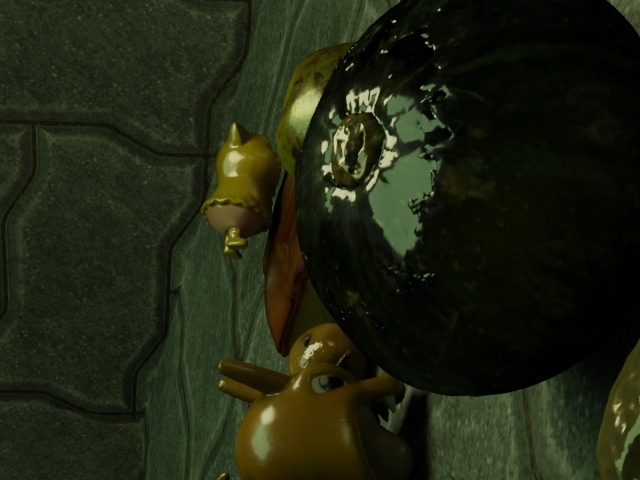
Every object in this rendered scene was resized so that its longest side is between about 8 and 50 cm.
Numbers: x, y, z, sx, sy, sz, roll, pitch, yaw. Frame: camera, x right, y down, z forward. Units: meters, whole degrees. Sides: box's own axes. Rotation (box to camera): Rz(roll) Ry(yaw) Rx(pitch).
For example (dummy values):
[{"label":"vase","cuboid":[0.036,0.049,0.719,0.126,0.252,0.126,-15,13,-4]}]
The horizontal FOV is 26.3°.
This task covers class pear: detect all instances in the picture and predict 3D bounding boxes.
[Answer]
[{"label":"pear","cuboid":[0.069,-0.165,2.011,0.283,0.283,0.284,-170,90,-75]}]

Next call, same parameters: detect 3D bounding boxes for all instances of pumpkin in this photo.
[{"label":"pumpkin","cuboid":[0.161,-0.064,1.427,0.454,0.344,0.454,-36,49,56]}]

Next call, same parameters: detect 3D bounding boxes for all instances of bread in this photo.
[{"label":"bread","cuboid":[0.000,0.000,2.403,0.333,0.143,0.324,-105,30,-60]}]

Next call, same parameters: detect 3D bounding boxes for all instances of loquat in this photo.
[{"label":"loquat","cuboid":[0.014,0.200,2.234,0.141,0.141,0.141,-170,90,-75]}]

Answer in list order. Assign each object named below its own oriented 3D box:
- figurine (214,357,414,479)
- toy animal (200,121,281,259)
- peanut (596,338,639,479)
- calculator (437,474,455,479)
[{"label":"figurine","cuboid":[-0.036,0.368,1.917,0.268,0.401,0.387,-19,66,51]},{"label":"toy animal","cuboid":[-0.144,-0.085,2.471,0.156,0.156,0.230,129,148,-62]},{"label":"peanut","cuboid":[0.314,0.114,1.125,0.159,0.143,0.291,34,111,63]},{"label":"calculator","cuboid":[0.159,0.435,1.698,0.188,0.042,0.303,114,157,-45]}]
